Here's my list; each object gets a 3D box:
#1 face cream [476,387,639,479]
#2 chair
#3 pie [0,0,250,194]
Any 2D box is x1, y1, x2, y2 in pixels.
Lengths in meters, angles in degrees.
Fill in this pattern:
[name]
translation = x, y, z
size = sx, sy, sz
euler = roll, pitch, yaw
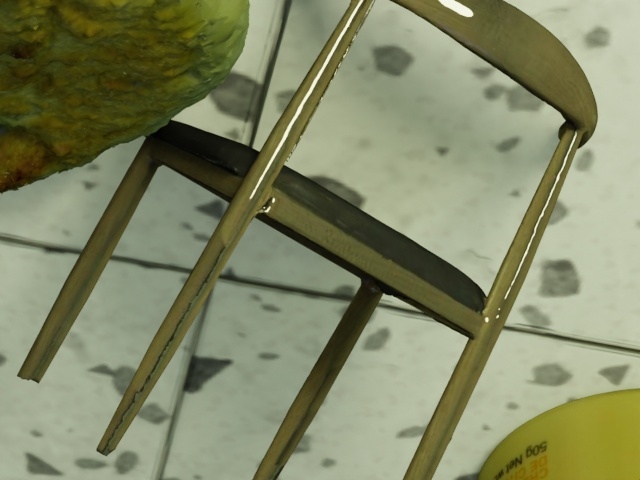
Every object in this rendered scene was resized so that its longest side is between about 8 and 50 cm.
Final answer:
[face cream]
translation = 0.202, 0.223, 1.115
size = 0.218, 0.179, 0.218
euler = 1, 136, 1
[chair]
translation = 0.000, 0.000, 0.921
size = 0.188, 0.166, 0.272
euler = 31, 87, -25
[pie]
translation = -0.168, -0.095, 0.825
size = 0.277, 0.078, 0.277
euler = -9, 157, -4
